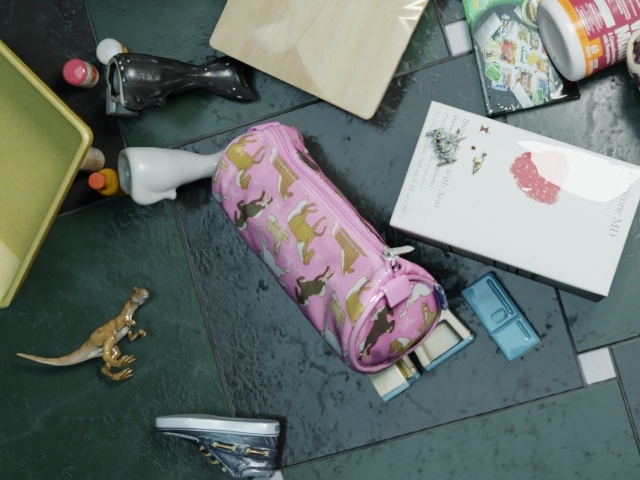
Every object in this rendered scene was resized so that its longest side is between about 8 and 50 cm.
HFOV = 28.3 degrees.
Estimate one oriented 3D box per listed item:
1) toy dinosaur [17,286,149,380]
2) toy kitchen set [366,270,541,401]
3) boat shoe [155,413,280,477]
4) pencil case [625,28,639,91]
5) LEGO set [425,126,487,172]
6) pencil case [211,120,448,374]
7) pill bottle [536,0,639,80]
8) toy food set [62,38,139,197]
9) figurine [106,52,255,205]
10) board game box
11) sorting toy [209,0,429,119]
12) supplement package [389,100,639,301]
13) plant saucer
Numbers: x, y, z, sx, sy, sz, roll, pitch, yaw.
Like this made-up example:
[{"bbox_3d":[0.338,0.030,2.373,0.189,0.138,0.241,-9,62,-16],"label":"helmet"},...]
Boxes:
[{"bbox_3d":[-0.324,0.155,1.871,0.211,0.064,0.112,-36,65,-1],"label":"toy dinosaur"},{"bbox_3d":[0.178,0.150,1.713,0.207,0.166,0.122,-36,83,9],"label":"toy kitchen set"},{"bbox_3d":[-0.150,0.296,1.825,0.183,0.065,0.083,3,89,10],"label":"boat shoe"},{"bbox_3d":[0.551,-0.111,1.595,0.160,0.183,0.410,-41,105,-24],"label":"pencil case"},{"bbox_3d":[0.170,-0.119,1.611,0.083,0.023,0.054,12,86,11],"label":"LEGO set"},{"bbox_3d":[0.000,0.000,1.678,0.167,0.160,0.386,-48,51,7],"label":"pencil case"},{"bbox_3d":[0.410,-0.308,1.688,0.221,0.121,0.121,-24,85,-2],"label":"pill bottle"},{"bbox_3d":[-0.333,-0.181,1.845,0.111,0.104,0.232,2,90,11],"label":"toy food set"},{"bbox_3d":[-0.183,-0.163,1.806,0.209,0.092,0.215,-7,89,-21],"label":"figurine"},{"bbox_3d":[0.271,-0.312,1.773,0.136,0.030,0.259,-11,87,12],"label":"board game box"},{"bbox_3d":[0.017,-0.333,1.789,0.255,0.089,0.257,26,94,10],"label":"sorting toy"},{"bbox_3d":[0.264,-0.048,1.691,0.293,0.175,0.177,18,88,10],"label":"supplement package"},{"bbox_3d":[-0.470,-0.128,1.821,0.333,0.081,0.332,44,120,19],"label":"plant saucer"}]
